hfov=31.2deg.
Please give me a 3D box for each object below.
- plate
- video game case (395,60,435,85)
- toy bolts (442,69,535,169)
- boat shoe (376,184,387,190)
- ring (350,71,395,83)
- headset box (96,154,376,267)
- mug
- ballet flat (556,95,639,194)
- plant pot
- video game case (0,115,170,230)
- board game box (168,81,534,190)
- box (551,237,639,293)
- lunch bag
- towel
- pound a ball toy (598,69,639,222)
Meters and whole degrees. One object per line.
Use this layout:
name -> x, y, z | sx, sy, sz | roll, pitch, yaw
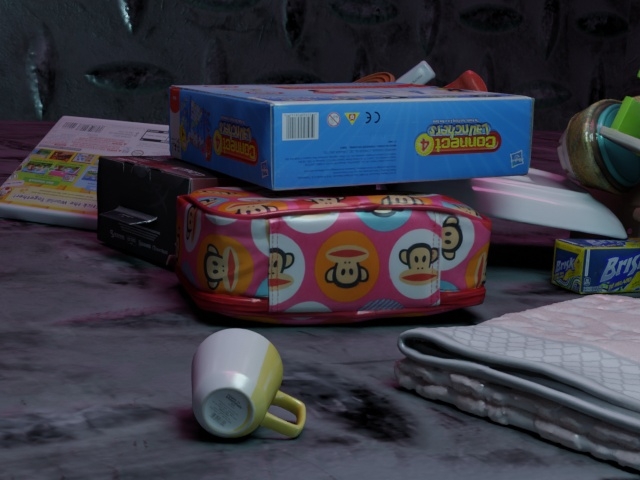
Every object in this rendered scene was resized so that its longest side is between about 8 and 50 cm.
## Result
plate -> 0.216, -0.068, 1.425 | 0.277, 0.045, 0.278 | 9, 10, -3
video game case -> 0.065, -0.187, 1.908 | 0.300, 0.036, 0.329 | -37, 0, 8
toy bolts -> 0.225, -0.146, 1.937 | 0.218, 0.228, 0.158 | -20, -13, -10
boat shoe -> 0.037, -0.085, 1.648 | 0.119, 0.121, 0.335 | 7, 12, -5
ring -> -0.026, -0.137, 1.688 | 0.337, 0.032, 0.336 | -34, 16, 11
headset box -> -0.114, -0.040, 1.363 | 0.293, 0.110, 0.218 | -4, 12, -38
mug -> -0.050, 0.098, 0.751 | 0.078, 0.062, 0.064 | -3, 17, 3
ballet flat -> 0.368, -0.121, 1.460 | 0.123, 0.123, 0.349 | 10, 16, 32
plant pot -> 0.410, -0.029, 1.530 | 0.109, 0.109, 0.096 | 1, 20, -15
video game case -> -0.304, -0.093, 1.551 | 0.227, 0.026, 0.206 | 8, 44, 22
board game box -> 0.023, -0.125, 1.281 | 0.308, 0.086, 0.302 | -5, 12, -25
box -> 0.351, 0.027, 1.309 | 0.169, 0.054, 0.059 | -2, 11, -24
lunch bag -> 0.000, 0.000, 1.148 | 0.293, 0.120, 0.258 | 0, 10, -17
towel -> 0.273, 0.102, 0.860 | 0.317, 0.053, 0.332 | -6, 14, -44
pound a ball toy -> 0.458, -0.080, 1.317 | 0.319, 0.208, 0.136 | 19, 7, -42
